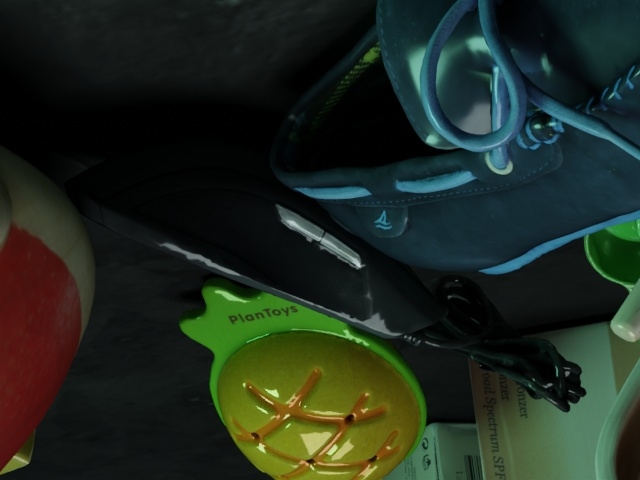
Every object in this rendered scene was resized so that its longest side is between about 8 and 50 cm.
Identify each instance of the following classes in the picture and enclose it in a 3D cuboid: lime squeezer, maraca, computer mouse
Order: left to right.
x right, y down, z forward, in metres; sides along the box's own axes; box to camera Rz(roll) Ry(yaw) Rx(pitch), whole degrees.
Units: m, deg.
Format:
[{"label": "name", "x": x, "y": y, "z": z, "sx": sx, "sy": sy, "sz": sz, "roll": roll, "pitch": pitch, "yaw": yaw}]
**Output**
[{"label": "maraca", "x": -0.009, "y": 0.082, "z": 1.015, "sx": 0.127, "sy": 0.099, "sz": 0.186, "roll": -15, "pitch": 131, "yaw": 17}, {"label": "computer mouse", "x": 0.000, "y": 0.000, "z": 0.840, "sx": 0.262, "sy": 0.060, "sz": 0.184, "roll": 23, "pitch": -178, "yaw": -15}, {"label": "lime squeezer", "x": 0.144, "y": 0.008, "z": 0.788, "sx": 0.059, "sy": 0.110, "sz": 0.310, "roll": 8, "pitch": 158, "yaw": 15}]

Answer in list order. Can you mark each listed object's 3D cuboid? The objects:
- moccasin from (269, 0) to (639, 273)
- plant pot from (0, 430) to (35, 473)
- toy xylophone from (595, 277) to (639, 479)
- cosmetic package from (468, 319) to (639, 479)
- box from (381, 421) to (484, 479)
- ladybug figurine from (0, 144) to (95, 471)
[{"label": "moccasin", "x": 0.070, "y": -0.061, "z": 0.612, "sx": 0.117, "sy": 0.138, "sz": 0.342, "roll": 14, "pitch": 153, "yaw": -16}, {"label": "plant pot", "x": -0.222, "y": 0.090, "z": 1.004, "sx": 0.081, "sy": 0.081, "sz": 0.083, "roll": -24, "pitch": 142, "yaw": 38}, {"label": "toy xylophone", "x": 0.197, "y": 0.022, "z": 0.696, "sx": 0.081, "sy": 0.323, "sz": 0.236, "roll": 26, "pitch": 168, "yaw": 22}, {"label": "cosmetic package", "x": 0.257, "y": 0.126, "z": 1.107, "sx": 0.296, "sy": 0.153, "sz": 0.129, "roll": -12, "pitch": 158, "yaw": 13}, {"label": "box", "x": 0.071, "y": 0.231, "z": 1.403, "sx": 0.113, "sy": 0.094, "sz": 0.275, "roll": 7, "pitch": 156, "yaw": -29}, {"label": "ladybug figurine", "x": -0.281, "y": 0.068, "z": 0.788, "sx": 0.305, "sy": 0.162, "sz": 0.449, "roll": 17, "pitch": 152, "yaw": -36}]
